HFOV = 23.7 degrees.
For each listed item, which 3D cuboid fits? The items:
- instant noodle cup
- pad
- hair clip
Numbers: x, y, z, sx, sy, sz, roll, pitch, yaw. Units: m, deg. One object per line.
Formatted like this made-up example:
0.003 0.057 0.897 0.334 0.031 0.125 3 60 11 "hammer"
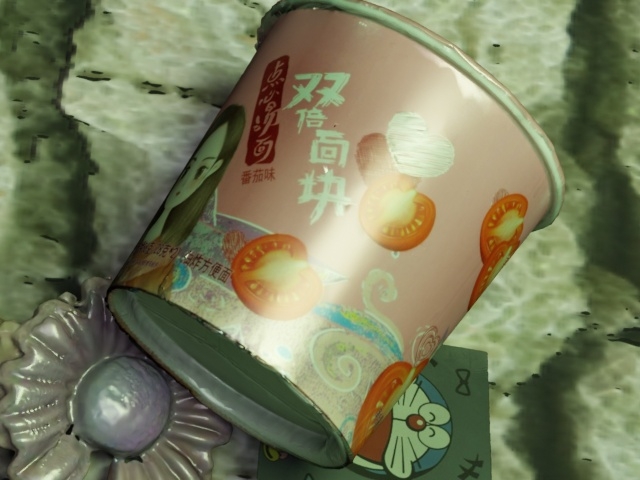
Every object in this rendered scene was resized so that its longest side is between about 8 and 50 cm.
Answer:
0.000 0.000 0.998 0.243 0.243 0.231 37 70 -3 "instant noodle cup"
0.040 0.162 1.045 0.170 0.006 0.245 10 49 -7 "pad"
-0.199 0.081 1.043 0.300 0.069 0.173 24 74 -6 "hair clip"
